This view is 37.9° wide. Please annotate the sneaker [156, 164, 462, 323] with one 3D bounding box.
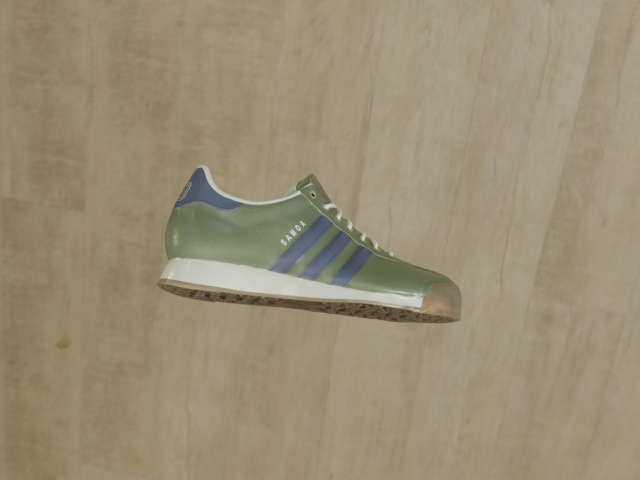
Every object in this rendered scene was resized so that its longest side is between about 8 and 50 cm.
[{"bbox_3d":[0.000,0.000,0.578,0.192,0.064,0.086,8,78,-13],"label":"sneaker"}]
